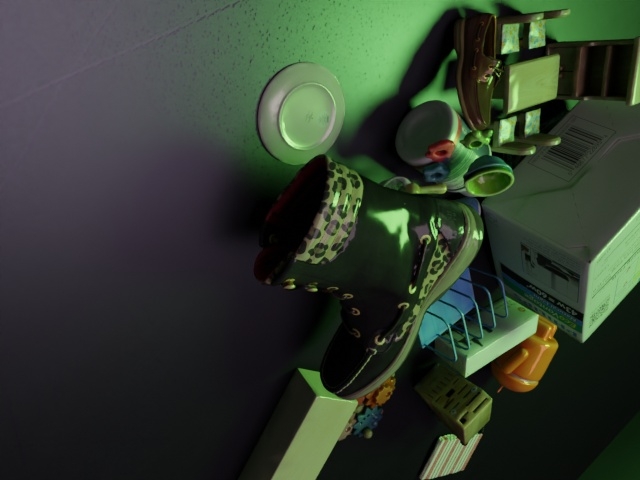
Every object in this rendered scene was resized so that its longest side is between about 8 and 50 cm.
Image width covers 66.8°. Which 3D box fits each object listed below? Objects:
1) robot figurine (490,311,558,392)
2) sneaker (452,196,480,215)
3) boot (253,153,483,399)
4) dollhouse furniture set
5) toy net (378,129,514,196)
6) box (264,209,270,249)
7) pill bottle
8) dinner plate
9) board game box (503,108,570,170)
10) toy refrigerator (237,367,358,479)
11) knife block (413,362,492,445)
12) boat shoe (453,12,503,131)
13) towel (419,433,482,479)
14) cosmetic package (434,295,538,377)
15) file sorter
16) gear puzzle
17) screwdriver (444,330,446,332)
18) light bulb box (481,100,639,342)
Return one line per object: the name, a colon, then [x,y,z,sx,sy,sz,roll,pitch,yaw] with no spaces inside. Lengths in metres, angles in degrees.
robot figurine: [0.522,0.296,1.253,0.128,0.158,0.220,20,106,0]
sneaker: [0.209,-0.038,0.870,0.211,0.080,0.081,-25,130,-24]
boot: [0.032,0.069,0.707,0.284,0.138,0.378,19,117,-33]
dollhouse furniture set: [0.402,-0.269,0.807,0.241,0.161,0.212,-22,118,-30]
toy net: [0.160,-0.086,0.729,0.232,0.045,0.122,-19,150,31]
box: [0.000,0.000,0.765,0.178,0.042,0.109,-7,118,-34]
pill bottle: [0.216,-0.141,0.798,0.180,0.108,0.108,23,100,-42]
dinner plate: [-0.021,-0.172,0.672,0.141,0.017,0.141,-19,125,-29]
board game box: [0.452,-0.175,1.006,0.186,0.026,0.126,-32,130,-18]
toy refrigerator: [-0.049,0.379,0.910,0.102,0.094,0.270,20,101,-34]
knife block: [0.338,0.410,1.115,0.088,0.275,0.242,-42,102,-9]
boat shoe: [0.242,-0.257,0.734,0.064,0.060,0.178,0,85,-50]
towel: [0.372,0.610,1.389,0.196,0.029,0.144,9,109,-36]
cosmetic package: [0.388,0.217,1.130,0.238,0.099,0.061,-22,126,-25]
file sorter: [0.284,0.145,0.992,0.170,0.104,0.118,-31,118,-22]
gear puzzle: [0.115,0.280,1.003,0.175,0.044,0.339,5,112,-37]
screwdriver: [0.238,0.146,1.035,0.025,0.024,0.170,-22,130,13]
light bulb box: [0.547,-0.043,0.985,0.358,0.225,0.361,-44,141,-7]
